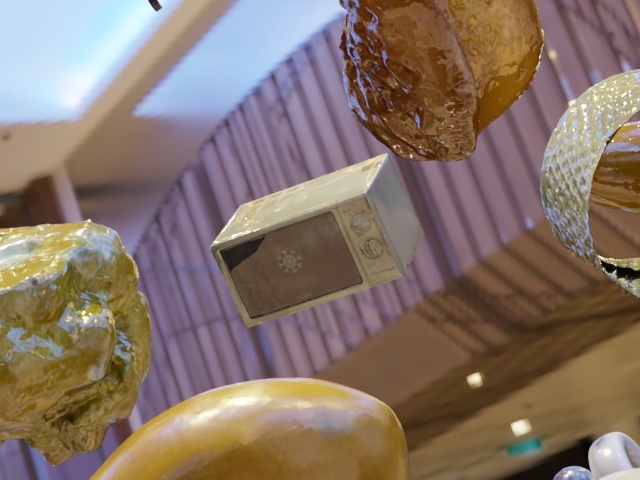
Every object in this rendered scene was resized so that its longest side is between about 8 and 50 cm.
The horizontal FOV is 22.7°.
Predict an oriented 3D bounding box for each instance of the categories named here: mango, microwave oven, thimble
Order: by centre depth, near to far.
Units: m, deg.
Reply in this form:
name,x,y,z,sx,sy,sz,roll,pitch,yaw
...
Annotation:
name,x,y,z,sx,sy,sz,roll,pitch,yaw
mango,-0.092,0.301,1.522,0.300,0.232,0.445,32,-61,-18
thimble,0.410,-0.072,1.911,0.271,0.271,0.150,-16,20,-13
mango,0.428,-0.101,2.180,0.253,0.138,0.113,4,-36,-15
microwave oven,0.000,0.000,2.206,0.240,0.145,0.194,-19,13,21

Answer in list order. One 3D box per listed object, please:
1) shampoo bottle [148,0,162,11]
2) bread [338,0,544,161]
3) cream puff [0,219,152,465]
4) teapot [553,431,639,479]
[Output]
name,x,y,z,sx,sy,sz,roll,pitch,yaw
shampoo bottle,-0.193,-0.469,2.731,0.236,0.067,0.068,-32,6,3
bread,0.140,-0.208,1.734,0.194,0.179,0.340,-41,-27,-21
cream puff,-0.368,0.141,1.931,0.378,0.275,0.378,-8,18,3
teapot,0.283,0.296,1.341,0.252,0.280,0.424,-34,15,19
